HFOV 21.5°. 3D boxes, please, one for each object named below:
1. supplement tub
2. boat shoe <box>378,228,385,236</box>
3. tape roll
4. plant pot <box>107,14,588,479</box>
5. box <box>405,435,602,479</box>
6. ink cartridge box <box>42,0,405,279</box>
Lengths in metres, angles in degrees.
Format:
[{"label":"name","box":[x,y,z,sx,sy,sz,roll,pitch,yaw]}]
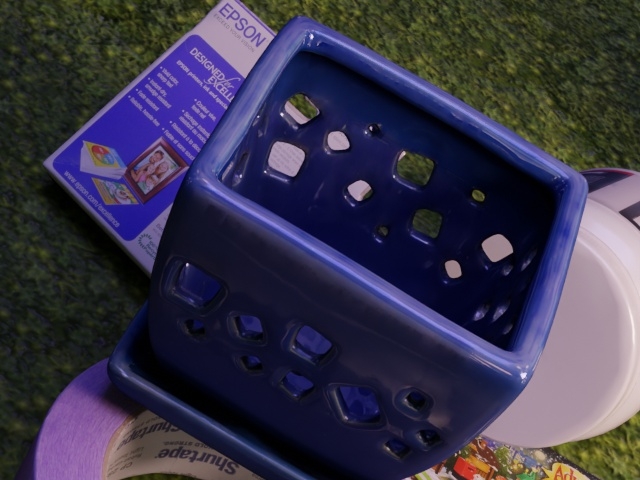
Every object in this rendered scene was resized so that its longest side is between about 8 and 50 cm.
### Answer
[{"label":"supplement tub","box":[0.198,0.048,1.321,0.191,0.191,0.272,42,22,14]},{"label":"boat shoe","box":[0.000,0.000,1.368,0.285,0.092,0.103,40,38,12]},{"label":"tape roll","box":[-0.068,0.199,1.099,0.274,0.090,0.275,19,38,-16]},{"label":"plant pot","box":[0.010,0.031,1.093,0.236,0.212,0.236,31,37,-1]},{"label":"box","box":[0.150,0.218,1.262,0.233,0.044,0.159,32,37,1]},{"label":"ink cartridge box","box":[-0.074,-0.056,1.320,0.208,0.045,0.206,-44,72,-6]}]
